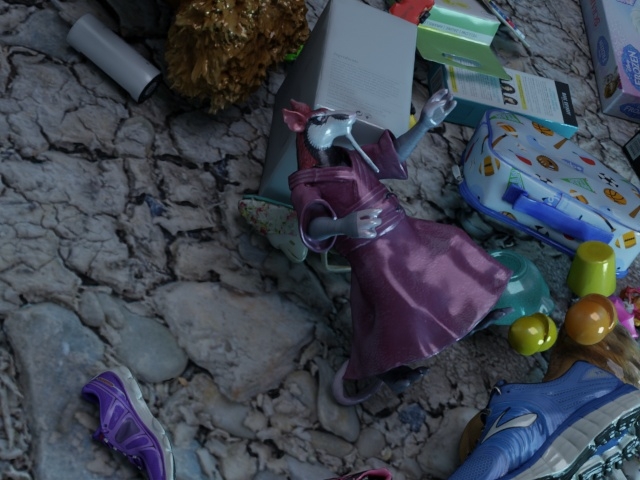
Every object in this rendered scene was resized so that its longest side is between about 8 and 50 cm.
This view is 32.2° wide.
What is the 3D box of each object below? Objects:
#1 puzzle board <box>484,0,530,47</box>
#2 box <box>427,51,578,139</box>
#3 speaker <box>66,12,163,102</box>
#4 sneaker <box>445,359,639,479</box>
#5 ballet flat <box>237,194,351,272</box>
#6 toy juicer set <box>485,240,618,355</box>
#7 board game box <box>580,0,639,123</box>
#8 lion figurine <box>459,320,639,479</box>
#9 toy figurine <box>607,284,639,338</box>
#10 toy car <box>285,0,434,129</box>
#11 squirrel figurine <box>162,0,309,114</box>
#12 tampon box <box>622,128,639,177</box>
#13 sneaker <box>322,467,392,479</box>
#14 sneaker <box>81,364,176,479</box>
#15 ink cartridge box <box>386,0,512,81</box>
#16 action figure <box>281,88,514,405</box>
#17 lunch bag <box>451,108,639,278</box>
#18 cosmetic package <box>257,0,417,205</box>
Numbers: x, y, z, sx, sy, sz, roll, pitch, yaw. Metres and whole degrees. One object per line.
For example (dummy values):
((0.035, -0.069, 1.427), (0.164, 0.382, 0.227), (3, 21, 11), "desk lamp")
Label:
((0.312, -0.395, 1.931), (0.128, 0.011, 0.096), (33, 22, -43), "puzzle board")
((0.301, -0.231, 1.834), (0.244, 0.060, 0.100), (11, 53, -20), "box")
((-0.287, -0.256, 1.551), (0.136, 0.055, 0.055), (40, 49, 3), "speaker")
((0.232, 0.258, 1.327), (0.330, 0.129, 0.147), (-30, 43, -14), "sneaker")
((0.000, 0.000, 1.508), (0.241, 0.091, 0.077), (13, 78, -14), "ballet flat")
((0.247, 0.088, 1.522), (0.329, 0.089, 0.209), (2, 39, 5), "toy juicer set")
((0.655, -0.337, 2.088), (0.318, 0.066, 0.318), (12, 53, -19), "board game box")
((0.306, 0.239, 1.459), (0.392, 0.142, 0.240), (-20, 61, -31), "lion figurine")
((0.474, 0.109, 1.667), (0.159, 0.130, 0.173), (6, 33, -13), "toy figurine")
((0.051, -0.286, 1.720), (0.225, 0.053, 0.239), (8, 85, -2), "toy car")
((-0.149, -0.387, 1.507), (0.281, 0.370, 0.397), (-26, 99, 4), "squirrel figurine")
((0.633, -0.160, 1.917), (0.161, 0.120, 0.101), (-7, 62, -31), "tampon box")
((0.035, 0.297, 1.329), (0.119, 0.057, 0.047), (-10, 65, -31), "sneaker")
((-0.217, 0.225, 1.258), (0.071, 0.068, 0.170), (-25, 62, -22), "sneaker")
((0.216, -0.357, 1.834), (0.171, 0.056, 0.235), (10, 31, -22), "ink cartridge box")
((0.064, -0.018, 1.380), (0.248, 0.276, 0.370), (-35, 88, -38), "action figure")
((0.344, -0.071, 1.669), (0.303, 0.115, 0.243), (25, 28, -6), "lunch bag")
((0.024, -0.176, 1.543), (0.138, 0.224, 0.224), (18, 52, -15), "cosmetic package")
